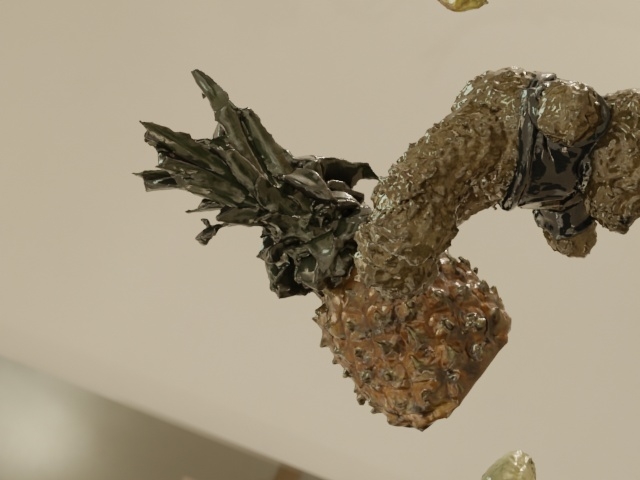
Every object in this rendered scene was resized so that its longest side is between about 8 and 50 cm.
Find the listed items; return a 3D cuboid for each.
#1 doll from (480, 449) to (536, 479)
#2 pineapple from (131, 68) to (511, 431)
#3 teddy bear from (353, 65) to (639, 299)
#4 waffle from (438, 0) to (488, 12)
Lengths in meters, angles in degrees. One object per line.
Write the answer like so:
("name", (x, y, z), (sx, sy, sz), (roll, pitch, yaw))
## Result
("doll", (0.115, 0.309, 1.429), (0.278, 0.149, 0.175), (-61, -30, -48))
("pineapple", (0.003, -0.002, 1.384), (0.165, 0.364, 0.165), (-46, -2, -2))
("teddy bear", (0.138, -0.054, 1.057), (0.182, 0.251, 0.129), (83, 175, -75))
("waffle", (0.082, -0.358, 1.789), (0.065, 0.283, 0.309), (-43, -3, 8))
